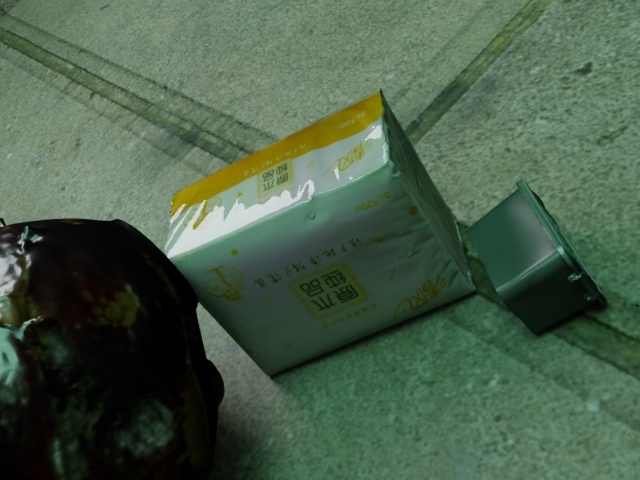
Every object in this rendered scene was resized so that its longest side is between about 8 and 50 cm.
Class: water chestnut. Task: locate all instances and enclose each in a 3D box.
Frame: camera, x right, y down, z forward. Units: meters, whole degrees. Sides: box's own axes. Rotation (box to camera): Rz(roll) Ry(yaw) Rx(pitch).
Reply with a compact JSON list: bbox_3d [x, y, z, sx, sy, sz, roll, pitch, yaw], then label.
[{"bbox_3d":[-0.269,0.147,0.807,0.347,0.335,0.335,-23,32,-27],"label":"water chestnut"}]

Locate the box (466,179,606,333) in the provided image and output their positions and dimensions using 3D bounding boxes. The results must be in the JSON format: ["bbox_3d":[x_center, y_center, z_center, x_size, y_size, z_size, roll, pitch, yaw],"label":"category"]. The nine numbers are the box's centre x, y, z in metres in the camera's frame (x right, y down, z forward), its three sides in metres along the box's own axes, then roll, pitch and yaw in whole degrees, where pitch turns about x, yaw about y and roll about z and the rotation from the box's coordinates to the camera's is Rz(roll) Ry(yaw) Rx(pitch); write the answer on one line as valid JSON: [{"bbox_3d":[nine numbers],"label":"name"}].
[{"bbox_3d":[0.180,0.016,0.786,0.069,0.084,0.122,-35,37,14],"label":"box"}]

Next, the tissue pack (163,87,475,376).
[{"bbox_3d":[0.000,0.000,0.854,0.225,0.185,0.124,-24,40,16],"label":"tissue pack"}]
